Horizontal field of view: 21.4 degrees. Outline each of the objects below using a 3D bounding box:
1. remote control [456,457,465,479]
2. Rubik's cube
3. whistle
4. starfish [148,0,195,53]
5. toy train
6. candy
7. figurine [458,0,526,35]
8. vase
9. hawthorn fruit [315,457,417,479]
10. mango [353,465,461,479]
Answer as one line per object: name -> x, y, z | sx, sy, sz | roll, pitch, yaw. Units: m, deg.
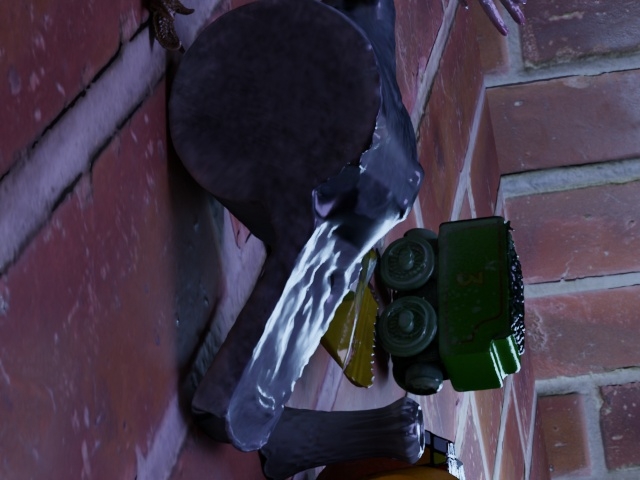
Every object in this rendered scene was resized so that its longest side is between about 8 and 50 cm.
remote control -> 0.171, 0.411, 2.337 | 0.104, 0.052, 0.247 | 62, 27, -54
Rubik's cube -> 0.101, 0.272, 1.966 | 0.112, 0.133, 0.133 | -121, -170, -50
whistle -> -0.015, -0.026, 1.448 | 0.168, 0.188, 0.405 | 48, 38, -69
starfish -> -0.124, -0.195, 1.420 | 0.091, 0.028, 0.078 | -43, 131, -77
toy train -> 0.170, 0.087, 2.195 | 0.132, 0.188, 0.243 | 65, 24, -52
candy -> 0.000, 0.000, 1.754 | 0.187, 0.081, 0.297 | -73, 144, -55
figurine -> 0.073, -0.368, 1.734 | 0.206, 0.316, 0.284 | -75, 157, -47
vase -> 0.023, 0.183, 1.590 | 0.081, 0.149, 0.081 | -7, 90, -78
hawthorn fruit -> 0.057, 0.284, 1.715 | 0.133, 0.138, 0.133 | -9, 90, -81
mango -> 0.048, 0.279, 1.559 | 0.252, 0.154, 0.126 | -27, 74, -45
